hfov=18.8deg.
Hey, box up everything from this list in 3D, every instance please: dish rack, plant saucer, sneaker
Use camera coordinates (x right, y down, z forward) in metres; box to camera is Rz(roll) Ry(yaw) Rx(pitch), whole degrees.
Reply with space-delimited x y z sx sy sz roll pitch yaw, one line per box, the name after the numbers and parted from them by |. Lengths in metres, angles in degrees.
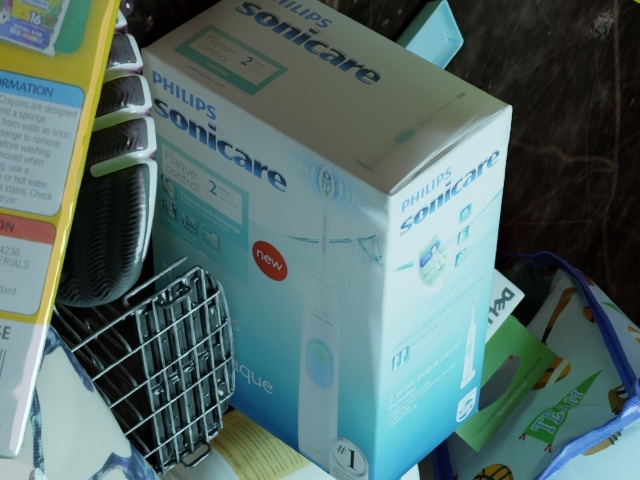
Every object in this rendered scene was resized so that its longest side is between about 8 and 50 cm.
-0.176 0.122 1.284 0.271 0.074 0.208 -34 146 -25 | dish rack
0.042 -0.101 1.496 0.192 0.018 0.067 -51 151 -10 | plant saucer
-0.116 -0.113 1.048 0.162 0.106 0.281 -22 103 -64 | sneaker

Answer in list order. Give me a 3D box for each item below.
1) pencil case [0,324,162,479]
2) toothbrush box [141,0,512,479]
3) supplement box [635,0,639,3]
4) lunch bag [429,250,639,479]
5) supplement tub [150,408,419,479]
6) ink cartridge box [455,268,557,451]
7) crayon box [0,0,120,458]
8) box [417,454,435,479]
-0.155 0.162 1.113 0.183 0.160 0.410 -44 117 -23 | pencil case
0.000 0.000 1.321 0.126 0.216 0.295 -37 146 -34 | toothbrush box
0.235 -0.269 1.272 0.195 0.356 0.194 -58 152 1 | supplement box
0.251 0.211 1.689 0.239 0.385 0.328 -36 111 14 | lunch bag
-0.039 0.197 1.512 0.200 0.144 0.144 -25 140 -25 | supplement tub
0.084 0.056 1.518 0.109 0.209 0.062 -49 179 -17 | ink cartridge box
-0.208 -0.076 0.897 0.203 0.083 0.323 11 99 -17 | crayon box
0.101 0.318 1.873 0.127 0.149 0.232 -26 139 -46 | box
